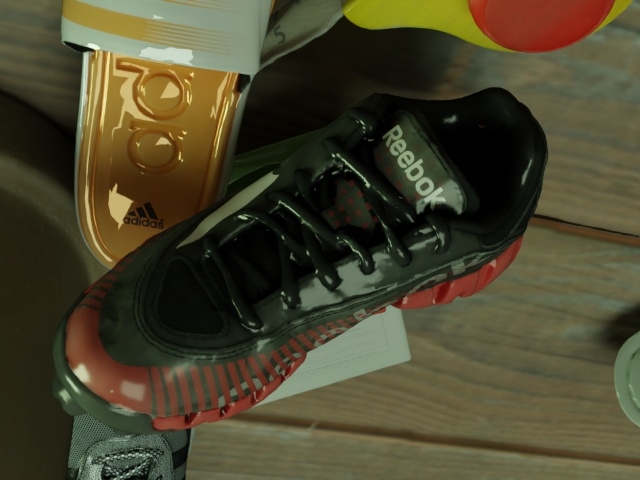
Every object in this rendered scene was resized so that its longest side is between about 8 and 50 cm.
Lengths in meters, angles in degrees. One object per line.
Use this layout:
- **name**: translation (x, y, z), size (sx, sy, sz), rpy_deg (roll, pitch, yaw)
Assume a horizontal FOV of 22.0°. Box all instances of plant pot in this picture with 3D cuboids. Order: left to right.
- **plant pot**: translation (-0.223, 0.082, 0.835), size (0.263, 0.229, 0.263), rpy_deg (-10, 139, -9)

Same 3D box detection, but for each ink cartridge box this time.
- **ink cartridge box**: translation (-0.019, 0.000, 0.937), size (0.109, 0.062, 0.209), rpy_deg (-16, 138, -1)

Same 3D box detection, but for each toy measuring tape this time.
- **toy measuring tape**: translation (0.057, -0.115, 0.813), size (0.121, 0.121, 0.330), rpy_deg (25, 133, -37)

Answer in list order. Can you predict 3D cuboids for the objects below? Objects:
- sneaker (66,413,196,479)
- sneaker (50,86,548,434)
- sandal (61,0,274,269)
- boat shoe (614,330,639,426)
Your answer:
- **sneaker**: translation (-0.119, 0.181, 1.029), size (0.101, 0.153, 0.268), rpy_deg (-4, 137, -15)
- **sneaker**: translation (0.000, 0.000, 0.773), size (0.276, 0.097, 0.135), rpy_deg (-24, 162, -28)
- **sandal**: translation (-0.071, -0.085, 0.767), size (0.102, 0.076, 0.265), rpy_deg (6, 117, -1)
- **boat shoe**: translation (0.345, 0.094, 1.127), size (0.302, 0.114, 0.091), rpy_deg (2, 176, -2)
